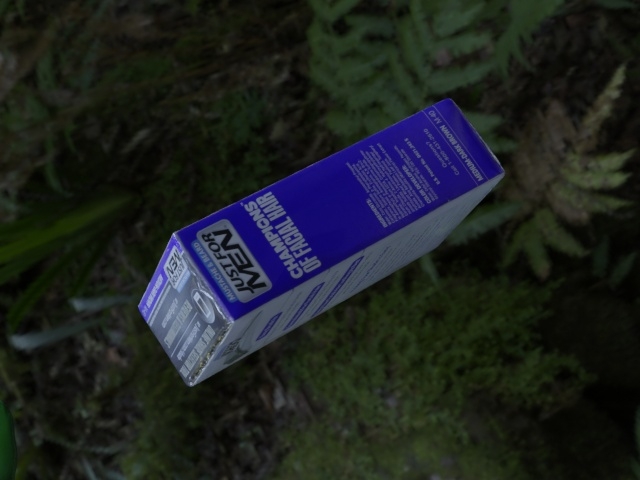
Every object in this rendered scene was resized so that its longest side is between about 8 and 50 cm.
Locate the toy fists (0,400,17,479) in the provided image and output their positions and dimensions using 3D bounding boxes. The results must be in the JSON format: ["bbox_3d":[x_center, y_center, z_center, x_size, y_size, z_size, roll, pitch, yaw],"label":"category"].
[{"bbox_3d":[-0.092,0.151,0.380,0.279,0.096,0.142,35,127,31],"label":"toy fists"}]

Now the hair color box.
[{"bbox_3d":[0.000,0.000,1.203,0.110,0.339,0.185,54,151,11],"label":"hair color box"}]
